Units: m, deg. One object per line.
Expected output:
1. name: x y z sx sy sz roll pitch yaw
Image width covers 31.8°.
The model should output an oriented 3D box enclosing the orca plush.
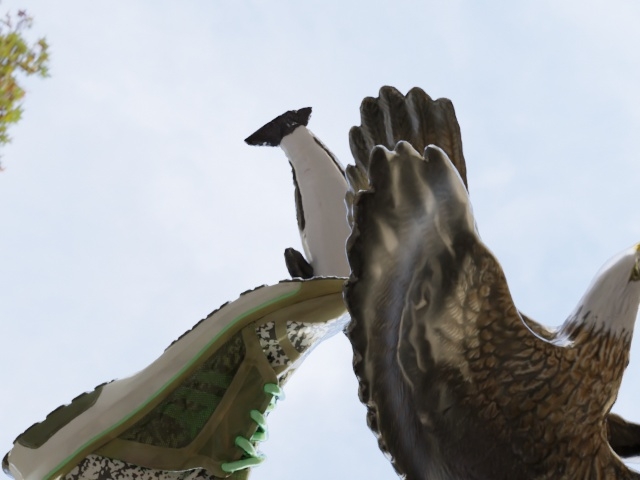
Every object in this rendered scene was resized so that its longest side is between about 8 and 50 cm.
1. orca plush: 0.000 0.000 1.266 0.151 0.102 0.287 -33 -99 -27

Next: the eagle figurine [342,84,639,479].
1. eagle figurine: 0.105 0.067 0.626 0.298 0.226 0.225 35 -120 -10

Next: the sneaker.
1. sneaker: -0.099 0.186 1.117 0.410 0.158 0.182 -33 -105 0
